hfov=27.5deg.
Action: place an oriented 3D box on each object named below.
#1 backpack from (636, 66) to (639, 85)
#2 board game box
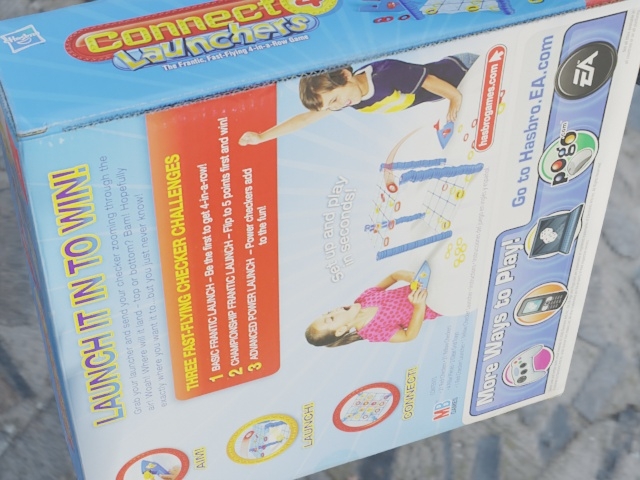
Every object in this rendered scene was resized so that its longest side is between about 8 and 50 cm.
[{"bbox_3d":[0.282,-0.205,1.084,0.098,0.120,0.101,20,48,-42],"label":"backpack"},{"bbox_3d":[0.000,0.000,0.695,0.302,0.086,0.308,-15,137,-16],"label":"board game box"}]
